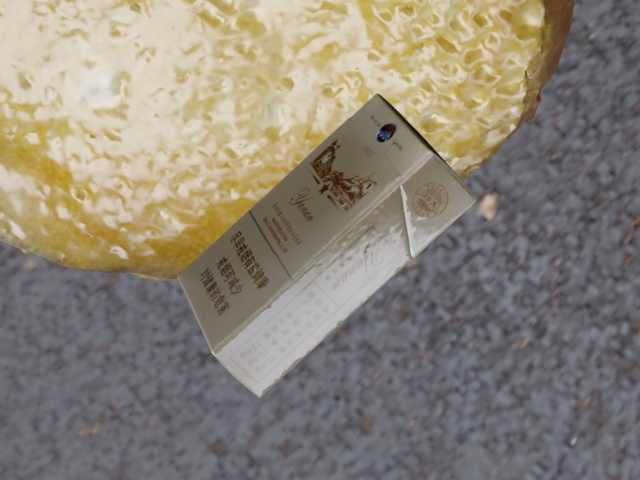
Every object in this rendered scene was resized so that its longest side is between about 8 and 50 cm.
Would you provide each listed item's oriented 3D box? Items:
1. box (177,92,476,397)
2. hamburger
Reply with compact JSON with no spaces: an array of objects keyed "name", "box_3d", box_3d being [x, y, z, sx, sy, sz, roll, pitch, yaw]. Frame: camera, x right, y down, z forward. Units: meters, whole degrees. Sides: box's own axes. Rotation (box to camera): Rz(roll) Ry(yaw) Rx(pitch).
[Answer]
[{"name":"box","box_3d":[0.000,0.000,0.499,0.083,0.053,0.024,-40,118,5]},{"name":"hamburger","box_3d":[-0.056,-0.117,0.729,0.314,0.170,0.290,-20,111,14]}]
